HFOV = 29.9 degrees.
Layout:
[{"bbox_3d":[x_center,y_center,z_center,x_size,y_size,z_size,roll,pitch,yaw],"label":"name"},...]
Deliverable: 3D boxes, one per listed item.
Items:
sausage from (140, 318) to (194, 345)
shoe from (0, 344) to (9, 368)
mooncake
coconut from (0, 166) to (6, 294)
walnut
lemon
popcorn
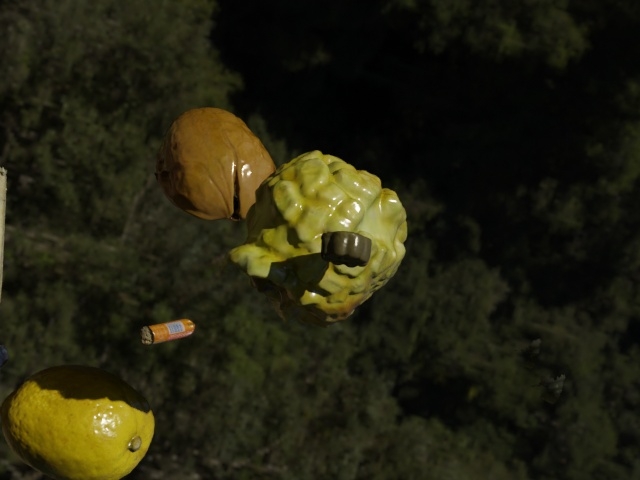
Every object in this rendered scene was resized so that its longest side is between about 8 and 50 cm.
[{"bbox_3d":[-0.234,0.142,1.876,0.107,0.031,0.031,-7,121,-52],"label":"sausage"},{"bbox_3d":[-0.642,0.191,1.773,0.198,0.351,0.172,-48,-125,29],"label":"shoe"},{"bbox_3d":[0.143,0.079,1.334,0.057,0.346,0.150,-64,-172,-14],"label":"mooncake"},{"bbox_3d":[-0.492,-0.008,1.386,0.245,0.247,0.245,-178,-90,-76],"label":"coconut"},{"bbox_3d":[-0.153,-0.125,1.700,0.211,0.167,0.087,56,-22,36],"label":"walnut"},{"bbox_3d":[-0.335,0.252,1.649,0.170,0.207,0.170,16,90,-78],"label":"lemon"},{"bbox_3d":[-0.008,0.007,1.420,0.217,0.181,0.235,-45,164,-22],"label":"popcorn"}]
